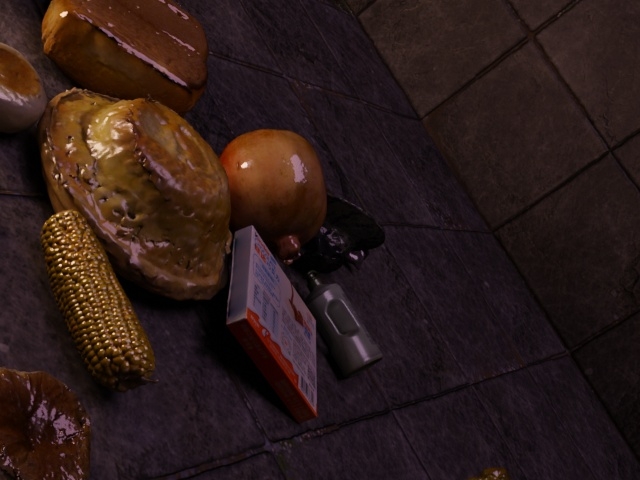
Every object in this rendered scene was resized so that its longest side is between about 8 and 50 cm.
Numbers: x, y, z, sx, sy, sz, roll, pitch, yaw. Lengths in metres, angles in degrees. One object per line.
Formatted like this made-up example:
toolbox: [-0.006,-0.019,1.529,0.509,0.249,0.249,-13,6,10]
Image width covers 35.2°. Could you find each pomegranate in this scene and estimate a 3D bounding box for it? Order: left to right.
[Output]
pomegranate: [-0.095,-0.079,1.990,0.252,0.229,0.270,94,-17,-57]

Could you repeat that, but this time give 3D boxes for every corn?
corn: [-0.331,0.096,1.472,0.101,0.101,0.310,10,42,-59]

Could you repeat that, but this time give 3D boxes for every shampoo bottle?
shampoo bottle: [0.032,0.165,2.089,0.234,0.087,0.118,58,22,13]

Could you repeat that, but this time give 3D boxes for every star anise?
star anise: [0.051,-0.041,2.444,0.212,0.073,0.197,45,26,-25]

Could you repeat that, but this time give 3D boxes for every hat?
hat: [0.000,0.000,2.198,0.265,0.265,0.128,36,65,-36]

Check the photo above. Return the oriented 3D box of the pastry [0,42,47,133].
pastry: [-0.517,-0.245,1.618,0.156,0.092,0.156,41,23,-22]

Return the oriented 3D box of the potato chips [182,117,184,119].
potato chips: [-0.360,-0.325,2.124,0.204,0.026,0.037,47,37,-17]

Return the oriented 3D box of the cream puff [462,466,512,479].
cream puff: [0.361,0.553,2.132,0.146,0.116,0.146,45,20,-22]

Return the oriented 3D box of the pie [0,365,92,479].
pie: [-0.365,0.241,1.263,0.195,0.046,0.195,41,26,-25]

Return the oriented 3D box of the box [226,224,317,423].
box: [-0.083,0.150,1.843,0.273,0.048,0.265,58,19,-32]

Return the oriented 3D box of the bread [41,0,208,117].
bread: [-0.386,-0.393,1.997,0.337,0.148,0.328,31,31,-27]

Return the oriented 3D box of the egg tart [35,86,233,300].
egg tart: [-0.285,-0.104,1.743,0.443,0.178,0.443,42,25,-26]
